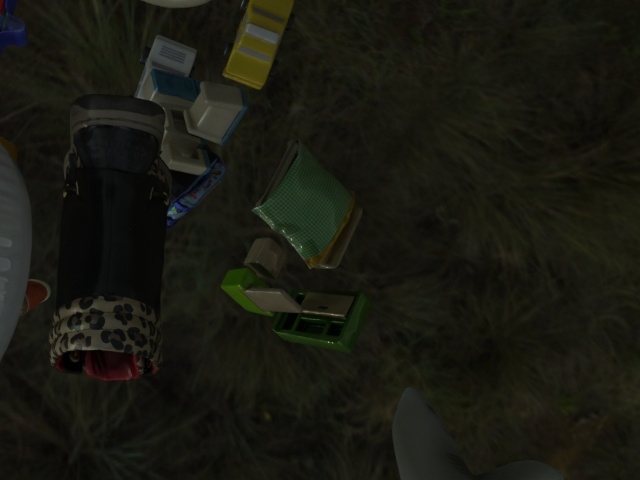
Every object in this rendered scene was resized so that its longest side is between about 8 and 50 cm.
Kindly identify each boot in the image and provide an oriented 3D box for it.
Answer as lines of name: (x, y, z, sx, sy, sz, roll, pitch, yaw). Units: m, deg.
boot: (-0.244, 0.023, 1.112, 0.138, 0.377, 0.284, 3, 73, -13)
boot: (-0.487, 0.097, 1.431, 0.158, 0.084, 0.059, -11, 103, 26)

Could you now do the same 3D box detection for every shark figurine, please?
shark figurine: (0.132, 0.210, 0.656, 0.116, 0.278, 0.166, 18, 83, -45)

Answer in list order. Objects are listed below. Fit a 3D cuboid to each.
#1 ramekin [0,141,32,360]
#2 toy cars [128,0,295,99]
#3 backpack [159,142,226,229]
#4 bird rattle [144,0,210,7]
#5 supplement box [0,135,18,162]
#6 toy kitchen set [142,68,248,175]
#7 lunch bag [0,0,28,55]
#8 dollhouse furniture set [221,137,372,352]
ramekin: (-0.259, 0.012, 0.550, 0.109, 0.207, 0.207, 14, 107, -44)
toy cars: (-0.200, -0.326, 1.706, 0.394, 0.087, 0.176, -30, 102, -6)
backpack: (-0.263, -0.090, 1.570, 0.117, 0.158, 0.173, 47, 132, -10)
bird rattle: (-0.167, -0.283, 0.821, 0.207, 0.143, 0.253, 37, 130, -21)
supplement box: (-0.413, -0.020, 0.893, 0.191, 0.129, 0.194, 7, 85, 0)
toy kitchen set: (-0.169, -0.211, 1.415, 0.122, 0.207, 0.166, 10, 134, -33)
lunch bag: (-0.444, -0.254, 0.948, 0.293, 0.138, 0.221, 13, 65, -8)
dollhouse furniture set: (0.000, 0.000, 1.531, 0.197, 0.151, 0.301, 47, 58, -39)
